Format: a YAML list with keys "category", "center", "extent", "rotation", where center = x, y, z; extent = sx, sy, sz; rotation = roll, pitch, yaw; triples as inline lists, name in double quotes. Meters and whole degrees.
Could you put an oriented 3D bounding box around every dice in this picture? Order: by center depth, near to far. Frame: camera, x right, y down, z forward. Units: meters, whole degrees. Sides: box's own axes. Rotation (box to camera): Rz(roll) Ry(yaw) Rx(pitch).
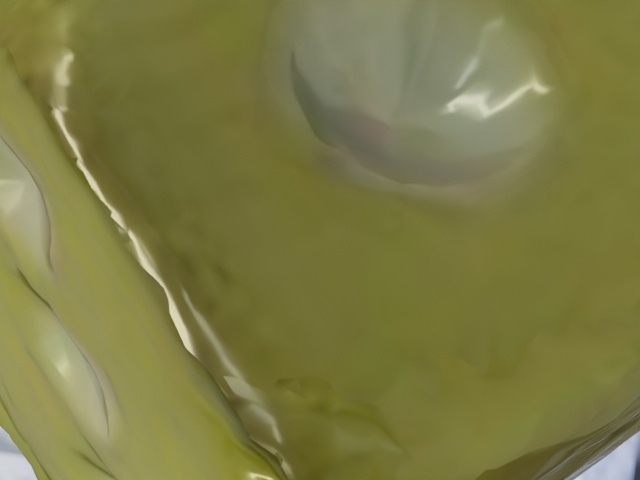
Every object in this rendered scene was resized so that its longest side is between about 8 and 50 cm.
- category: "dice"
  center: [0.000, 0.000, 0.705]
  extent: [0.238, 0.227, 0.233]
  rotation: [54, 152, 11]
